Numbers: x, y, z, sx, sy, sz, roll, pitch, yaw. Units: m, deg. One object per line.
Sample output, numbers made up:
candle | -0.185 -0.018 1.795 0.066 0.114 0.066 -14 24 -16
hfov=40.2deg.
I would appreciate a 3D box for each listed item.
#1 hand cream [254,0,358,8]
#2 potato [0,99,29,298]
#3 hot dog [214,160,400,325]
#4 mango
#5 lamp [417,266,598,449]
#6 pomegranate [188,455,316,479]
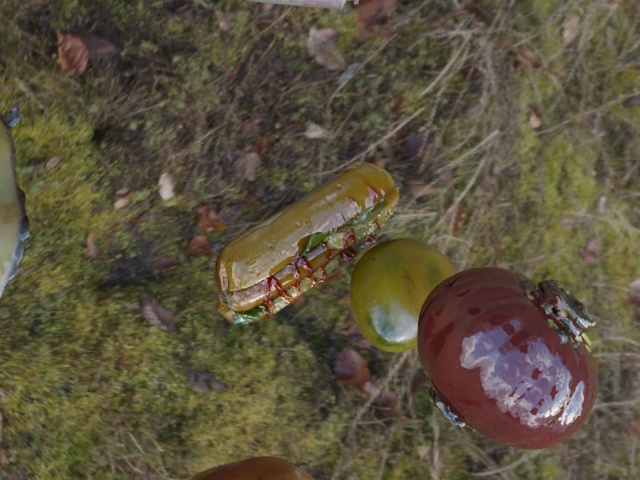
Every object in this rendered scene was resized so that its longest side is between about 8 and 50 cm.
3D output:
hand cream | -0.055 -0.320 1.118 0.210 0.067 0.043 1 117 -1
potato | -0.399 -0.051 0.613 0.237 0.289 0.300 41 37 -60
hot dog | 0.000 0.000 0.878 0.250 0.076 0.104 -31 141 -34
mango | 0.078 0.051 0.838 0.111 0.089 0.163 55 24 20
lamp | 0.095 0.059 0.446 0.101 0.101 0.090 34 112 -18
pomegranate | -0.070 0.312 0.837 0.209 0.209 0.209 3 83 -24
